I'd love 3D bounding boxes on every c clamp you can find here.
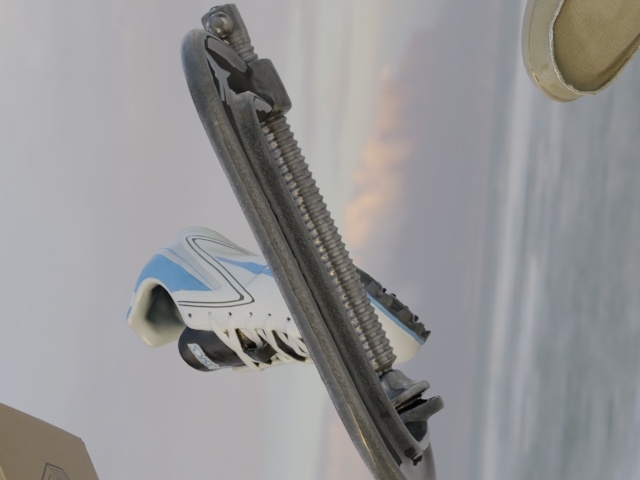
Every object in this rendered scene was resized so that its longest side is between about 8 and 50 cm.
[{"bbox_3d":[0.000,0.000,0.480,0.137,0.022,0.160,35,-150,-78],"label":"c clamp"}]

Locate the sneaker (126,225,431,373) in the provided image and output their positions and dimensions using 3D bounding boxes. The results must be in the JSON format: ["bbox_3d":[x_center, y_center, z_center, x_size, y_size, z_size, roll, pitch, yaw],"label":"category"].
[{"bbox_3d":[-0.027,0.046,0.993,0.085,0.237,0.086,43,-110,-32],"label":"sneaker"}]

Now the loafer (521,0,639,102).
[{"bbox_3d":[0.258,-0.232,1.411,0.268,0.102,0.092,-61,26,6],"label":"loafer"}]

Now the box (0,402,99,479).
[{"bbox_3d":[-0.159,0.203,1.115,0.201,0.021,0.164,63,-173,24],"label":"box"}]
